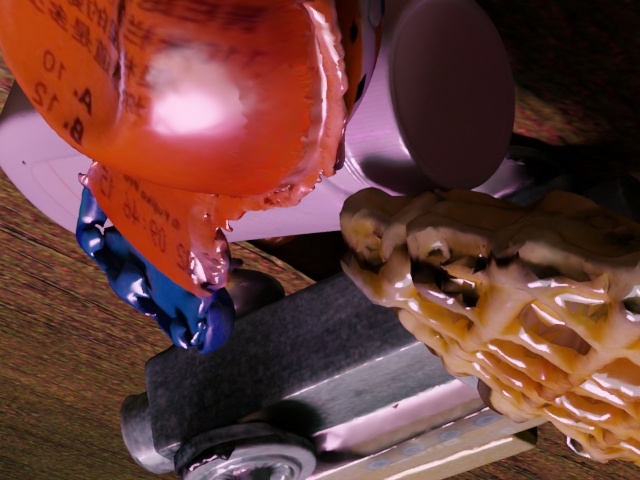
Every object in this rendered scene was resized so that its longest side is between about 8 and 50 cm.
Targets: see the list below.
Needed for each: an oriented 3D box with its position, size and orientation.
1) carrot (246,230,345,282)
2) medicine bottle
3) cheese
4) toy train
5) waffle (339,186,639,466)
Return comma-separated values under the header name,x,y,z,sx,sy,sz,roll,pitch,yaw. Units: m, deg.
name,x,y,z,sx,sy,sz,roll,pitch,yaw
carrot,0.000,0.000,1.157,0.070,0.070,0.260,-6,155,41
medicine bottle,-0.040,-0.066,0.920,0.296,0.111,0.161,-5,150,45
cheese,-0.068,-0.076,0.749,0.217,0.129,0.329,43,144,26
toy train,0.067,0.083,1.105,0.397,0.160,0.253,-25,147,23
waffle,0.163,0.066,0.798,0.317,0.073,0.297,14,159,48
